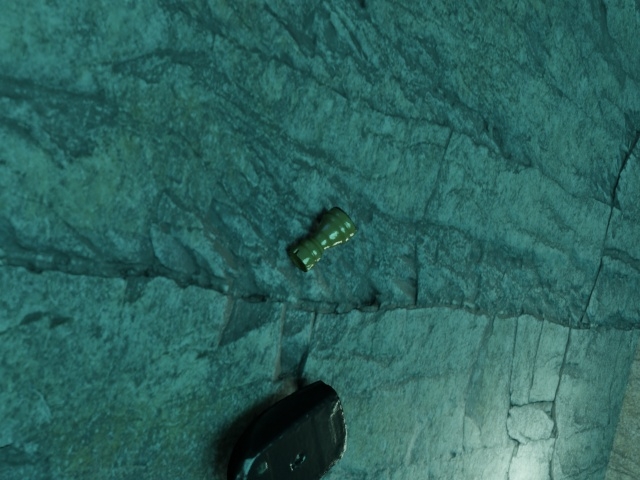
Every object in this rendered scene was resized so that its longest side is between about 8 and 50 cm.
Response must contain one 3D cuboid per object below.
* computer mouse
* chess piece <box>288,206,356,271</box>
[{"bbox_3d":[-0.069,0.376,1.028,0.269,0.100,0.170,-26,119,-40],"label":"computer mouse"},{"bbox_3d":[0.000,0.000,1.032,0.122,0.066,0.066,-40,124,-22],"label":"chess piece"}]
